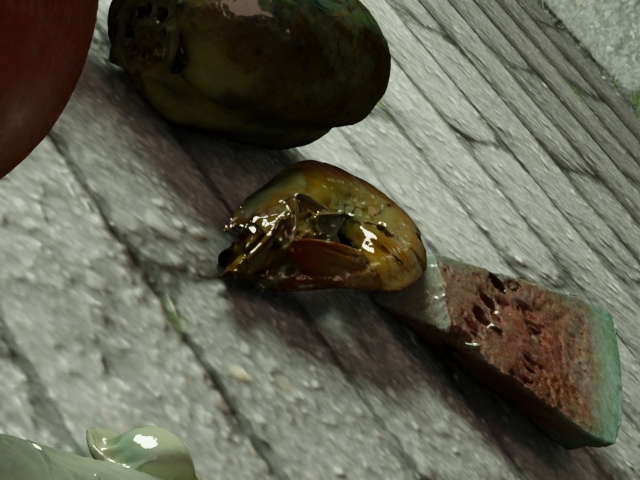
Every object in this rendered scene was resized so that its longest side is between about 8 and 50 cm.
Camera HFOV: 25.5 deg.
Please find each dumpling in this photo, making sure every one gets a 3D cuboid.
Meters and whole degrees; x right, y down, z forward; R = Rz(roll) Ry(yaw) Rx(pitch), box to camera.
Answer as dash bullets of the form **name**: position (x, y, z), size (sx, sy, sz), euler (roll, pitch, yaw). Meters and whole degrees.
- **dumpling**: position (-0.096, 0.116, 0.742), size (0.077, 0.043, 0.059), euler (-8, 37, -46)

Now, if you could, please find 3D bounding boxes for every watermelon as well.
- **watermelon**: position (0.151, 0.090, 1.211), size (0.241, 0.094, 0.154), euler (32, 34, -27)

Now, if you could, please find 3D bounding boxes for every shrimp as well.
- **shrimp**: position (0.000, 0.000, 1.091), size (0.145, 0.061, 0.267), euler (40, 21, 14)

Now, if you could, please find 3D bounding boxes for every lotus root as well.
- **lotus root**: position (-0.047, -0.164, 1.185), size (0.275, 0.152, 0.160), euler (8, 55, -55)

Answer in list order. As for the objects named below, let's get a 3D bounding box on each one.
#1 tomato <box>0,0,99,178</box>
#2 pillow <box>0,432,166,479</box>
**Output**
- **tomato**: position (-0.231, -0.141, 0.681), size (0.265, 0.265, 0.265), euler (38, 22, -18)
- **pillow**: position (-0.107, 0.150, 0.635), size (0.229, 0.051, 0.128), euler (28, 37, -42)
